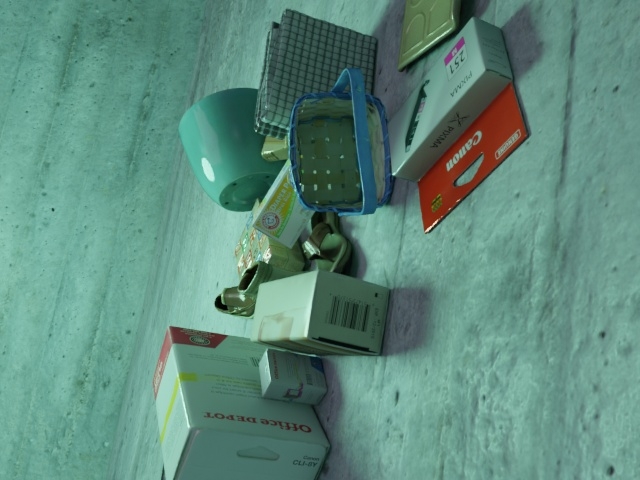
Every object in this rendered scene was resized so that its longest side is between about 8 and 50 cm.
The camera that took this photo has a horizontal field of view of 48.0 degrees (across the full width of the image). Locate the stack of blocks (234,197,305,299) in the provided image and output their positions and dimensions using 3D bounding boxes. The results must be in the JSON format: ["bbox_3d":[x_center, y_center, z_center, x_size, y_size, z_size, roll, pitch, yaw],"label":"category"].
[{"bbox_3d":[-0.132,0.041,1.784,0.171,0.087,0.297,-64,22,22],"label":"stack of blocks"}]

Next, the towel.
[{"bbox_3d":[-0.015,-0.341,1.577,0.121,0.235,0.283,139,140,-63],"label":"towel"}]

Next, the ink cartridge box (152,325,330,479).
[{"bbox_3d":[-0.181,0.351,1.479,0.384,0.279,0.160,-127,54,-63],"label":"ink cartridge box"}]

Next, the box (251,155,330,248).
[{"bbox_3d":[-0.057,-0.100,1.597,0.203,0.103,0.114,-57,10,13],"label":"box"}]

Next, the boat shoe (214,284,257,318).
[{"bbox_3d":[-0.220,0.162,1.929,0.257,0.095,0.095,-30,50,60],"label":"boat shoe"}]

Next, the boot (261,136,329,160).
[{"bbox_3d":[-0.023,-0.283,1.738,0.249,0.090,0.206,6,60,42],"label":"boot"}]

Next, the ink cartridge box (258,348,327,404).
[{"bbox_3d":[-0.057,0.273,1.441,0.052,0.123,0.088,-60,27,32],"label":"ink cartridge box"}]

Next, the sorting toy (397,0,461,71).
[{"bbox_3d":[0.223,-0.496,1.368,0.229,0.041,0.307,153,128,-67],"label":"sorting toy"}]

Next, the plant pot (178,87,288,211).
[{"bbox_3d":[-0.207,-0.219,1.911,0.293,0.293,0.235,-50,51,47],"label":"plant pot"}]

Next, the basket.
[{"bbox_3d":[0.042,-0.161,1.345,0.289,0.201,0.254,162,104,-73],"label":"basket"}]

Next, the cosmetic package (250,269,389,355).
[{"bbox_3d":[-0.010,0.146,1.375,0.296,0.153,0.129,161,121,-65],"label":"cosmetic package"}]

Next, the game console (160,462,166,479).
[{"bbox_3d":[-0.357,0.608,2.073,0.250,0.173,0.293,-11,63,31],"label":"game console"}]

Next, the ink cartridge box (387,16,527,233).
[{"bbox_3d":[0.209,-0.182,1.178,0.275,0.060,0.238,-50,32,46],"label":"ink cartridge box"}]

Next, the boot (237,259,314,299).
[{"bbox_3d":[-0.107,0.124,1.594,0.213,0.165,0.077,127,149,-44],"label":"boot"}]

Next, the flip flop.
[{"bbox_3d":[0.000,0.000,1.524,0.112,0.080,0.277,-57,26,29],"label":"flip flop"}]
